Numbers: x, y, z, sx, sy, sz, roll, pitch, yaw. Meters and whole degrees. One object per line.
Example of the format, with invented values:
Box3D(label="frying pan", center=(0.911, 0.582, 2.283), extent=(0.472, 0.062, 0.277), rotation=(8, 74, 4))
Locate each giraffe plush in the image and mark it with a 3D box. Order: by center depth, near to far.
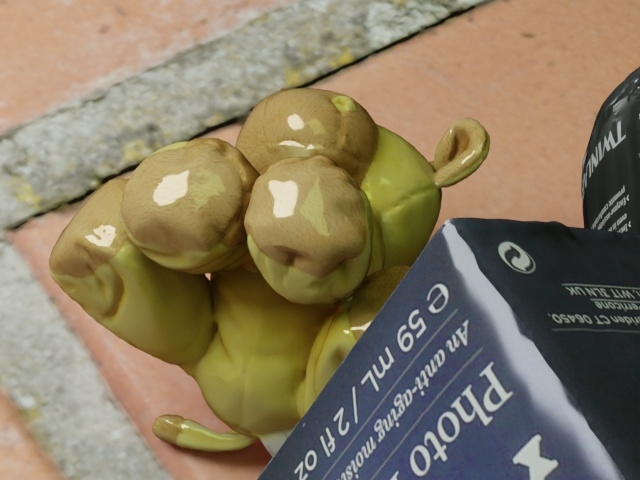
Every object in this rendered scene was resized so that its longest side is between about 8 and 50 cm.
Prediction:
Box3D(label="giraffe plush", center=(0.000, 0.000, 0.874), extent=(0.181, 0.210, 0.170), rotation=(6, 47, 26))

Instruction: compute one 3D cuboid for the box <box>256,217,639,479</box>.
Box3D(label="box", center=(0.094, 0.198, 0.636), extent=(0.182, 0.296, 0.294), rotation=(4, 41, -41))

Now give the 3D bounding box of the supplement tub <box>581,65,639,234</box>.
Box3D(label="supplement tub", center=(0.226, 0.083, 0.831), extent=(0.207, 0.207, 0.338), rotation=(5, 57, -5))
